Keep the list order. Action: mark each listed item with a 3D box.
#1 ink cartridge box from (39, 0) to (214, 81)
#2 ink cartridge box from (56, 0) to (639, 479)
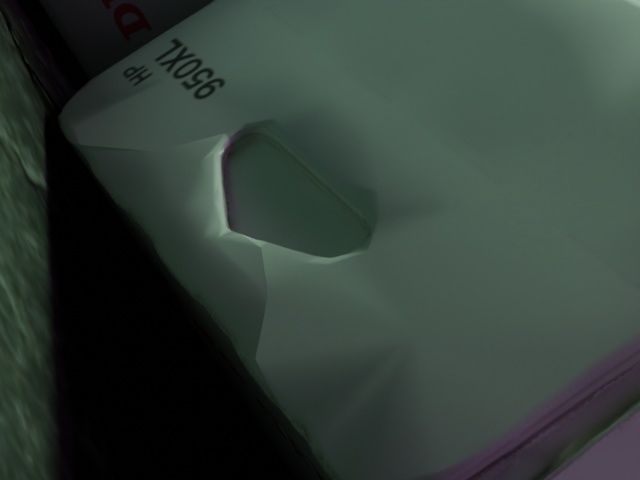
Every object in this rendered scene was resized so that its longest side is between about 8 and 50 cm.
[{"bbox_3d":[0.007,-0.176,0.655,0.198,0.270,0.197,60,7,-36],"label":"ink cartridge box"},{"bbox_3d":[0.102,0.101,0.554,0.285,0.166,0.395,43,-13,53],"label":"ink cartridge box"}]
